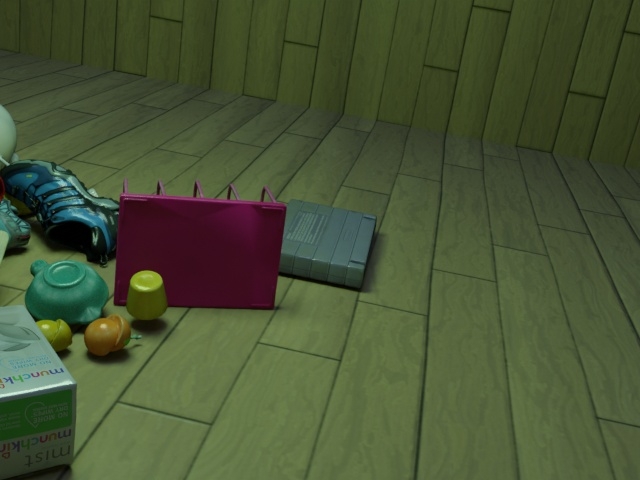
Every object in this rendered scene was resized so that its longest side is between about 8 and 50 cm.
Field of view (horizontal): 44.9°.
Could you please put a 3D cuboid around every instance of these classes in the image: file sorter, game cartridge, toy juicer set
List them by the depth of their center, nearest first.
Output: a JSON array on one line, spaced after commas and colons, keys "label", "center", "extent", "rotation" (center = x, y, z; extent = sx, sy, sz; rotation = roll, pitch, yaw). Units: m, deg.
[{"label": "toy juicer set", "center": [-0.435, 0.107, 1.266], "extent": [0.329, 0.089, 0.209], "rotation": [15, 40, 7]}, {"label": "file sorter", "center": [-0.234, -0.004, 1.455], "extent": [0.290, 0.202, 0.182], "rotation": [3, 19, -16]}, {"label": "game cartridge", "center": [0.000, 0.000, 1.738], "extent": [0.230, 0.068, 0.355], "rotation": [8, 21, 6]}]

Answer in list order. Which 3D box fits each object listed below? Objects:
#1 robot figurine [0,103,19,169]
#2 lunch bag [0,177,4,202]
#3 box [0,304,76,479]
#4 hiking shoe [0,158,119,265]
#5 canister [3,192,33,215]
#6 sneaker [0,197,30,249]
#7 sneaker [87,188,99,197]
[{"label": "robot figurine", "center": [-0.865, -0.269, 1.858], "extent": [0.353, 0.200, 0.300], "rotation": [27, -6, 38]}, {"label": "lunch bag", "center": [-0.662, -0.076, 1.310], "extent": [0.120, 0.293, 0.258], "rotation": [24, 30, 31]}, {"label": "box", "center": [-0.465, 0.197, 0.947], "extent": [0.262, 0.127, 0.231], "rotation": [-5, 23, -35]}, {"label": "hiking shoe", "center": [-0.526, -0.066, 1.553], "extent": [0.304, 0.113, 0.132], "rotation": [25, 36, 8]}, {"label": "canister", "center": [-0.656, -0.102, 1.701], "extent": [0.126, 0.073, 0.170], "rotation": [22, 23, 29]}, {"label": "sneaker", "center": [-0.675, -0.046, 1.545], "extent": [0.262, 0.104, 0.125], "rotation": [33, 20, 32]}, {"label": "sneaker", "center": [-0.509, -0.060, 1.697], "extent": [0.073, 0.063, 0.162], "rotation": [-21, 28, -22]}]
